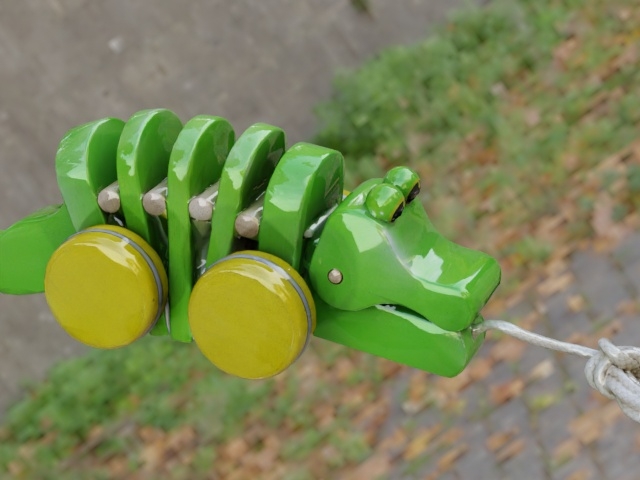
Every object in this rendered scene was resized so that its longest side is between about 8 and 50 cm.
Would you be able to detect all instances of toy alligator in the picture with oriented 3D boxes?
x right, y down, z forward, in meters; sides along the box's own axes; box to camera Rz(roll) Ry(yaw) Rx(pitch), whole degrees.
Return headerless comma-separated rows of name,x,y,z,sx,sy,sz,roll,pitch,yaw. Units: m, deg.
toy alligator,0.000,0.000,0.443,0.190,0.051,0.056,9,24,20
